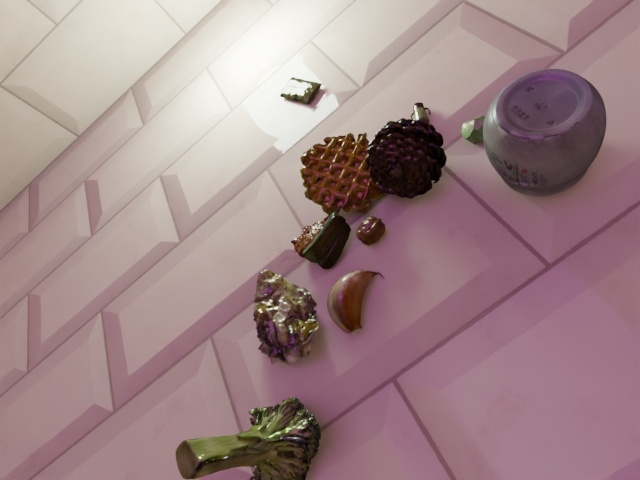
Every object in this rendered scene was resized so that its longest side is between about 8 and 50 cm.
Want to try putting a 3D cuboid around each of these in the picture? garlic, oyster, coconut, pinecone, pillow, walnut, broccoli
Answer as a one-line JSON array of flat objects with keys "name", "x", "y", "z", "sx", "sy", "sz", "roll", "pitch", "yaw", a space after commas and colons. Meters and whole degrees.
[{"name": "garlic", "x": 0.082, "y": 0.160, "z": 1.236, "sx": 0.128, "sy": 0.115, "sz": 0.207, "roll": 11, "pitch": 69, "yaw": 41}, {"name": "oyster", "x": -0.128, "y": 0.238, "z": 1.321, "sx": 0.237, "sy": 0.115, "sz": 0.351, "roll": -33, "pitch": 54, "yaw": 13}, {"name": "coconut", "x": 0.487, "y": -0.341, "z": 1.276, "sx": 0.082, "sy": 0.081, "sz": 0.083, "roll": -170, "pitch": 95, "yaw": -71}, {"name": "pinecone", "x": 0.274, "y": -0.253, "z": 1.269, "sx": 0.257, "sy": 0.244, "sz": 0.243, "roll": -20, "pitch": 43, "yaw": -31}, {"name": "pillow", "x": -0.090, "y": -0.660, "z": 1.812, "sx": 0.203, "sy": 0.038, "sz": 0.113, "roll": 28, "pitch": 83, "yaw": 39}, {"name": "walnut", "x": 0.160, "y": -0.033, "z": 1.313, "sx": 0.079, "sy": 0.082, "sz": 0.096, "roll": 41, "pitch": 96, "yaw": 7}, {"name": "broccoli", "x": -0.188, "y": 0.541, "z": 1.063, "sx": 0.252, "sy": 0.361, "sz": 0.221, "roll": -50, "pitch": 46, "yaw": 51}]

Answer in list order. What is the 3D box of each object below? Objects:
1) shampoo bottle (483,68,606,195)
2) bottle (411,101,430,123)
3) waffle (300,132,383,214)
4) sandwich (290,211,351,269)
[{"name": "shampoo bottle", "x": 0.567, "y": -0.268, "z": 1.064, "sx": 0.272, "sy": 0.266, "sz": 0.273, "roll": -13, "pitch": 59, "yaw": 23}, {"name": "bottle", "x": 0.347, "y": -0.437, "z": 1.431, "sx": 0.063, "sy": 0.047, "sz": 0.101, "roll": -2, "pitch": 56, "yaw": -1}, {"name": "waffle", "x": 0.077, "y": -0.229, "z": 1.416, "sx": 0.301, "sy": 0.068, "sz": 0.325, "roll": -22, "pitch": 64, "yaw": 1}, {"name": "sandwich", "x": 0.006, "y": -0.007, "z": 1.384, "sx": 0.185, "sy": 0.109, "sz": 0.160, "roll": -54, "pitch": 32, "yaw": -2}]
